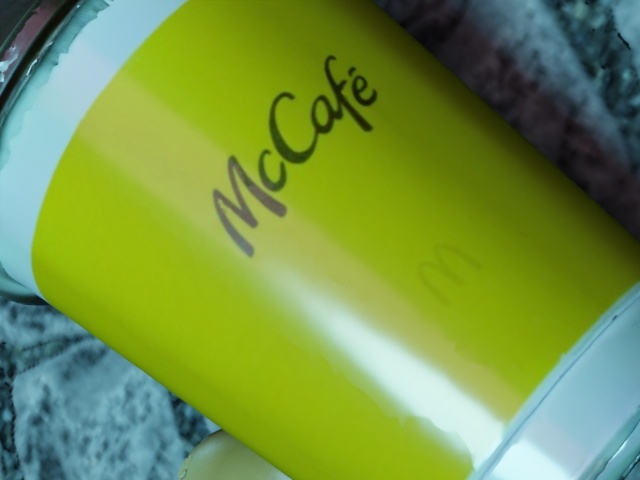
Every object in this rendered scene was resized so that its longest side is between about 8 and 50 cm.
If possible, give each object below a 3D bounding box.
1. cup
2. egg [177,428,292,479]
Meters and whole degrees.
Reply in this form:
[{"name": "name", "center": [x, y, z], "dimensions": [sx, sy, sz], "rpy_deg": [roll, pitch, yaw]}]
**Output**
[{"name": "cup", "center": [0.000, 0.000, 0.532], "dimensions": [0.280, 0.196, 0.196], "rpy_deg": [40, 107, 20]}, {"name": "egg", "center": [-0.014, 0.117, 0.587], "dimensions": [0.096, 0.080, 0.080], "rpy_deg": [13, 93, 18]}]
